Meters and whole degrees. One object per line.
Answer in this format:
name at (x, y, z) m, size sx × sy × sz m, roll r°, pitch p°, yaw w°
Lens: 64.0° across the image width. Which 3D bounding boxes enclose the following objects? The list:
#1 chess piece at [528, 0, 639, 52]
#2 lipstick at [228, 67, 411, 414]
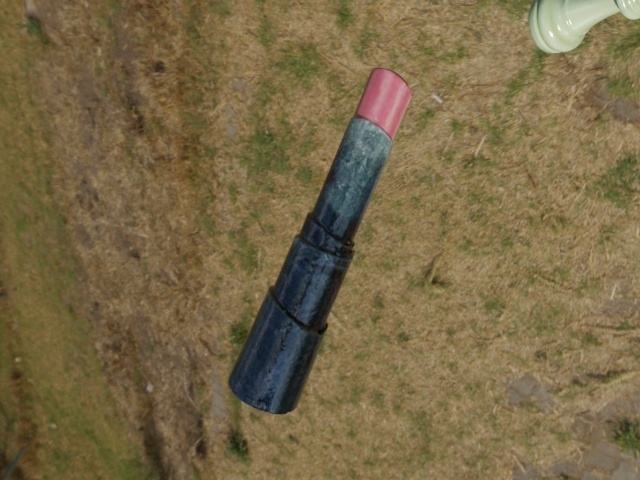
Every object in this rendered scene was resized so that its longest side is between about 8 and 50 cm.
chess piece at (0.243, -0.195, 0.403) m, size 0.149 × 0.059 × 0.059 m, roll 5°, pitch 114°, yaw 60°
lipstick at (0.000, 0.000, 0.344) m, size 0.053 × 0.053 × 0.234 m, roll 25°, pitch 101°, yaw 23°
